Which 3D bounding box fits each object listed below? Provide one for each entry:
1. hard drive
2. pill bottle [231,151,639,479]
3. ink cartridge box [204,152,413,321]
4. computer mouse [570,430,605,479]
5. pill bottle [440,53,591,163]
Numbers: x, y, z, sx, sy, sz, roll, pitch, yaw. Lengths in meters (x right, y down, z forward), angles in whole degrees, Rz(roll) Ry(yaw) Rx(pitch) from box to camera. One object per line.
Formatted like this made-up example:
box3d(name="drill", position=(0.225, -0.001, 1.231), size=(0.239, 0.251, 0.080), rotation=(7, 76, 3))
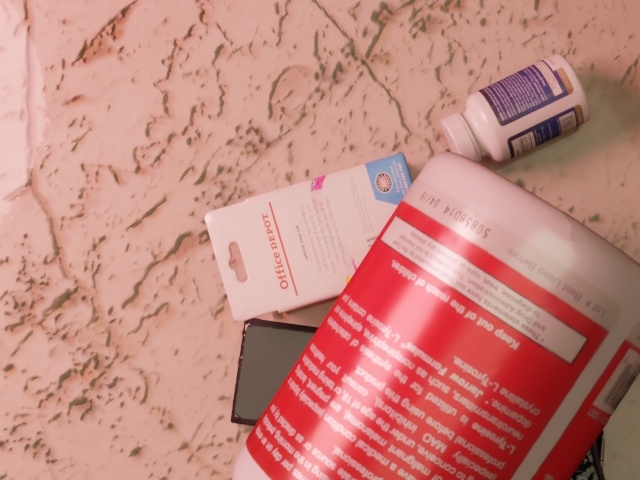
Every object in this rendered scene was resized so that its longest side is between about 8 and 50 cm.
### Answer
box3d(name="hard drive", position=(-0.007, 0.124, 1.236), size=(0.135, 0.022, 0.094), rotation=(8, 87, 2))
box3d(name="pill bottle", position=(0.077, 0.155, 1.096), size=(0.229, 0.229, 0.407), rotation=(33, 92, 4))
box3d(name="ink cartridge box", position=(0.000, 0.000, 1.224), size=(0.181, 0.061, 0.104), rotation=(-16, 87, 0))
box3d(name="computer mouse", position=(0.233, 0.161, 1.210), size=(0.184, 0.060, 0.262), rotation=(-10, 75, 6))
box3d(name="pill bottle", position=(0.169, -0.109, 1.222), size=(0.120, 0.067, 0.067), rotation=(-26, 86, 0))
